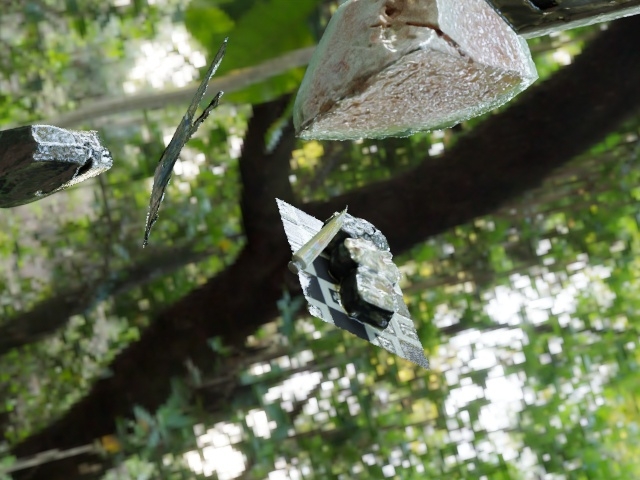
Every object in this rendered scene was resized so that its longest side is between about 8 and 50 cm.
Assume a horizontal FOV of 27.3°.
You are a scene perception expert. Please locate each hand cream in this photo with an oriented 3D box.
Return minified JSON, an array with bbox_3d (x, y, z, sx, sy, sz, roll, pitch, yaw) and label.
[{"bbox_3d":[0.000,0.000,1.507,0.022,0.102,0.035,36,-31,16],"label":"hand cream"}]

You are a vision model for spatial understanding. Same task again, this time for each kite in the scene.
[{"bbox_3d":[-0.189,-0.136,1.836,0.314,0.011,0.335,-31,-142,65],"label":"kite"}]

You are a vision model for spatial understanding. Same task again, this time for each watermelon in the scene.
[{"bbox_3d":[0.117,-0.222,1.634,0.232,0.310,0.193,80,10,-52],"label":"watermelon"}]

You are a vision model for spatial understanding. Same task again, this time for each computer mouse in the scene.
[{"bbox_3d":[-0.313,-0.070,1.324,0.217,0.122,0.073,-7,-91,32],"label":"computer mouse"}]

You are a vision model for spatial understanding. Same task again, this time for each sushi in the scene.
[{"bbox_3d":[0.088,0.046,2.521,0.100,0.296,0.373,-50,-150,22],"label":"sushi"}]

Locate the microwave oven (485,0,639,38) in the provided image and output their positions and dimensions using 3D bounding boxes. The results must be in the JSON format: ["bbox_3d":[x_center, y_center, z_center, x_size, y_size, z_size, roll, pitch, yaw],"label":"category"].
[{"bbox_3d":[0.307,-0.347,1.301,0.181,0.295,0.237,33,56,-47],"label":"microwave oven"}]
